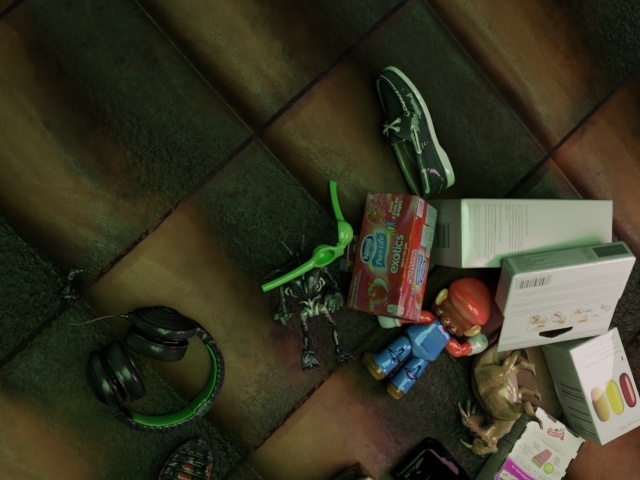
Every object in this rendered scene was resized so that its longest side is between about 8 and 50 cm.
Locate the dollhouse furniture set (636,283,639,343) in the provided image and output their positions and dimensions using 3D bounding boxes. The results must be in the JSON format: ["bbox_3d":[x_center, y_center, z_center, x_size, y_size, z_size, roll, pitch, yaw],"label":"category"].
[{"bbox_3d":[0.904,0.201,1.882,0.212,0.161,0.242,-26,99,-13],"label":"dollhouse furniture set"}]

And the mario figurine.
[{"bbox_3d":[0.248,0.204,1.742,0.320,0.170,0.198,-41,137,0],"label":"mario figurine"}]

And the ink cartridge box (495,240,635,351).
[{"bbox_3d":[0.514,0.123,1.674,0.275,0.060,0.238,-8,133,-9],"label":"ink cartridge box"}]

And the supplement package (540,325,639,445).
[{"bbox_3d":[0.642,0.331,1.828,0.139,0.134,0.244,-23,98,-13],"label":"supplement package"}]

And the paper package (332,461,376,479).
[{"bbox_3d":[0.051,0.691,1.628,0.325,0.168,0.309,-36,90,-6],"label":"paper package"}]

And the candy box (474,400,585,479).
[{"bbox_3d":[0.492,0.521,1.827,0.159,0.071,0.233,37,83,-14],"label":"candy box"}]

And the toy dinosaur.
[{"bbox_3d":[0.395,0.346,1.776,0.201,0.127,0.295,-12,78,19],"label":"toy dinosaur"}]

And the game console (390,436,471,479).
[{"bbox_3d":[0.191,0.639,1.764,0.361,0.044,0.213,-41,100,-11],"label":"game console"}]

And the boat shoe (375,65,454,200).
[{"bbox_3d":[0.191,-0.229,1.690,0.091,0.114,0.302,-33,100,-18],"label":"boat shoe"}]

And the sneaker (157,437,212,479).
[{"bbox_3d":[-0.303,0.543,1.594,0.098,0.135,0.276,21,63,-3],"label":"sneaker"}]

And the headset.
[{"bbox_3d":[-0.374,0.216,1.561,0.243,0.185,0.394,-46,118,-6],"label":"headset"}]

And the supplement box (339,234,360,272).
[{"bbox_3d":[0.076,0.029,1.704,0.055,0.043,0.083,5,92,-17],"label":"supplement box"}]

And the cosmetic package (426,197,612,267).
[{"bbox_3d":[0.438,-0.017,1.726,0.366,0.197,0.155,-2,92,-17],"label":"cosmetic package"}]

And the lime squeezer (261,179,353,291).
[{"bbox_3d":[0.000,0.000,1.600,0.110,0.059,0.310,30,60,4],"label":"lime squeezer"}]

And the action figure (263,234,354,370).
[{"bbox_3d":[-0.024,0.135,1.637,0.164,0.141,0.275,-13,69,-7],"label":"action figure"}]

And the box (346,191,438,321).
[{"bbox_3d":[0.156,0.036,1.650,0.128,0.123,0.256,22,77,-60],"label":"box"}]
